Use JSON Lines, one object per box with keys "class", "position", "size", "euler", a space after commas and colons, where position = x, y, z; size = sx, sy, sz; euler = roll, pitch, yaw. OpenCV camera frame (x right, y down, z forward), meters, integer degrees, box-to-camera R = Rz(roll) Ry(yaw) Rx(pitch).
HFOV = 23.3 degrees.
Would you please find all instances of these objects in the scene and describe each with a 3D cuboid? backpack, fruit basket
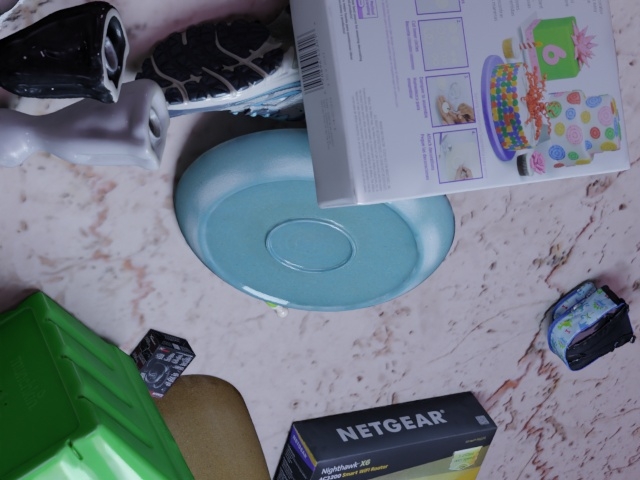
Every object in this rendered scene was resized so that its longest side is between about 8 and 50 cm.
{"class": "backpack", "position": [0.378, 0.125, 2.223], "size": [0.114, 0.084, 0.105], "euler": [-35, 139, -9]}
{"class": "fruit basket", "position": [-0.277, 0.298, 1.722], "size": [0.283, 0.392, 0.392], "euler": [-32, 139, -4]}

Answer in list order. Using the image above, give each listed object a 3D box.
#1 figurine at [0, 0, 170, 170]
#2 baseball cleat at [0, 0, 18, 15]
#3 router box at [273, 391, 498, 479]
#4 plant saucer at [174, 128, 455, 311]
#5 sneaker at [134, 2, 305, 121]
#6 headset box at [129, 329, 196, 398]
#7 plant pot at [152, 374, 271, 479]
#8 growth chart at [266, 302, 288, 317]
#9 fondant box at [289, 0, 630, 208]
{"class": "figurine", "position": [-0.270, -0.135, 1.478], "size": [0.209, 0.092, 0.215], "euler": [-3, 154, 12]}
{"class": "baseball cleat", "position": [-0.362, -0.245, 1.377], "size": [0.109, 0.072, 0.206], "euler": [-37, 134, 19]}
{"class": "router box", "position": [0.078, 0.351, 2.235], "size": [0.309, 0.081, 0.243], "euler": [-7, 131, -30]}
{"class": "plant saucer", "position": [-0.009, -0.007, 1.737], "size": [0.317, 0.044, 0.317], "euler": [4, 144, 3]}
{"class": "sneaker", "position": [-0.058, -0.165, 1.634], "size": [0.283, 0.110, 0.122], "euler": [-19, 140, -18]}
{"class": "headset box", "position": [-0.202, 0.154, 1.893], "size": [0.062, 0.032, 0.083], "euler": [21, 115, -44]}
{"class": "plant pot", "position": [-0.149, 0.341, 1.939], "size": [0.237, 0.254, 0.237], "euler": [-19, 138, -18]}
{"class": "growth chart", "position": [0.000, 0.000, 1.860], "size": [0.237, 0.021, 0.172], "euler": [-31, 141, 18]}
{"class": "fondant box", "position": [0.145, -0.169, 1.595], "size": [0.330, 0.096, 0.238], "euler": [-8, 91, -23]}
